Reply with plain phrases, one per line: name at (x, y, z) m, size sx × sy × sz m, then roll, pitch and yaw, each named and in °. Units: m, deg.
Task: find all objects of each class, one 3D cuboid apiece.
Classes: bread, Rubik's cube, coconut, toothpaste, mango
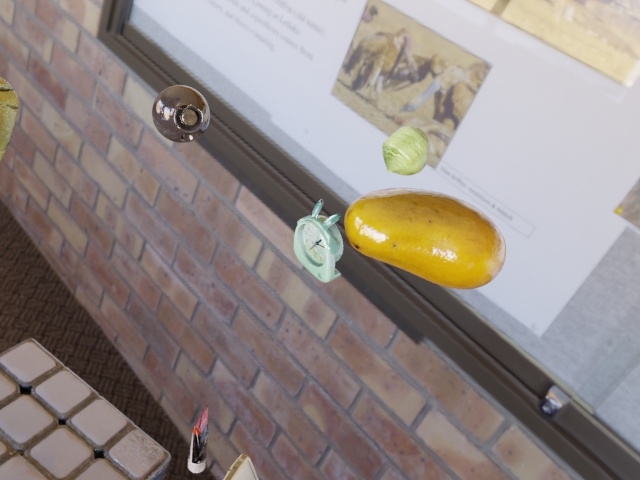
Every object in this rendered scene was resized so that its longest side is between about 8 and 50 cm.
bread at (-0.592, -0.216, 1.077) m, size 0.117 × 0.156 × 0.064 m, roll 34°, pitch 22°, yaw 25°
Rubik's cube at (-0.503, 0.427, 0.960) m, size 0.343 × 0.344 × 0.337 m, roll 33°, pitch 29°, yaw 12°
coconut at (0.151, -0.155, 1.082) m, size 0.088 × 0.096 × 0.088 m, roll 40°, pitch -3°, yaw 3°
toothpaste at (-0.301, 0.497, 1.507) m, size 0.045 × 0.194 × 0.071 m, roll 18°, pitch 31°, yaw 9°
mango at (0.109, -0.006, 0.641) m, size 0.178 × 0.090 × 0.115 m, roll 15°, pitch 23°, yaw -8°

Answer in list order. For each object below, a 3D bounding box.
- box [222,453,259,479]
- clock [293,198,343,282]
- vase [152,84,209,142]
box at (-0.189, 0.545, 1.229) m, size 0.029 × 0.109 × 0.198 m, roll 3°, pitch 33°, yaw 30°
clock at (0.000, 0.000, 1.052) m, size 0.041 × 0.135 × 0.101 m, roll -23°, pitch 51°, yaw -32°
vase at (-0.281, -0.257, 1.252) m, size 0.120 × 0.120 × 0.183 m, roll 12°, pitch 9°, yaw -22°
